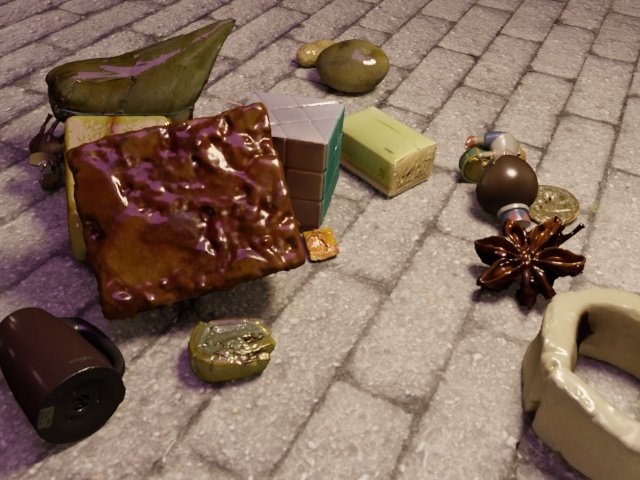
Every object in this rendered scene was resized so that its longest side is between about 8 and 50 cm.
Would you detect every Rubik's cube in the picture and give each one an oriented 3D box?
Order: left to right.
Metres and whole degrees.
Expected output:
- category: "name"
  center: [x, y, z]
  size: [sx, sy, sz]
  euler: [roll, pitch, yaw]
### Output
- category: "Rubik's cube"
  center: [-0.076, -0.192, 1.462]
  size: [0.221, 0.224, 0.231]
  euler: [10, 36, 8]

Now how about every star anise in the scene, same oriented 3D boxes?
- category: "star anise"
  center: [0.427, 0.049, 1.315]
  size: [0.220, 0.126, 0.190]
  euler: [4, 51, 20]

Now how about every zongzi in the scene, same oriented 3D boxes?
- category: "zongzi"
  center: [-0.429, -0.408, 1.500]
  size: [0.356, 0.393, 0.174]
  euler: [7, 42, -40]

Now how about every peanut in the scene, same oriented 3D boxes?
- category: "peanut"
  center: [-0.006, -0.615, 2.090]
  size: [0.080, 0.080, 0.174]
  euler: [33, 46, 30]

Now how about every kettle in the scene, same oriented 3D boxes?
- category: "kettle"
  center: [-0.430, 0.199, 1.064]
  size: [0.202, 0.144, 0.232]
  euler: [-10, 36, -46]

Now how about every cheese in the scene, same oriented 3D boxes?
- category: "cheese"
  center: [0.493, 0.243, 1.072]
  size: [0.292, 0.153, 0.332]
  euler: [20, 42, 18]

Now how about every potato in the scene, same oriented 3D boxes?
- category: "potato"
  center: [0.095, -0.534, 1.947]
  size: [0.235, 0.160, 0.178]
  euler: [17, 17, 29]

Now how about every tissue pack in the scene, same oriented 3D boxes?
- category: "tissue pack"
  center: [0.155, -0.229, 1.612]
  size: [0.159, 0.125, 0.234]
  euler: [-27, 50, -31]

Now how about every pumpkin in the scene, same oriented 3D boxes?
- category: "pumpkin"
  center: [0.002, 0.000, 1.402]
  size: [0.073, 0.035, 0.101]
  euler: [-7, 39, -16]

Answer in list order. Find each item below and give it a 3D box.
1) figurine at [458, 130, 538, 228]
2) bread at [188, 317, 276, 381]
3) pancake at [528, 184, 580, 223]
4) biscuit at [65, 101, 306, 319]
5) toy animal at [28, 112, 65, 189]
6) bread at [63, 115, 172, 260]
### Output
- category: "figurine"
  center: [0.431, -0.142, 1.524]
  size: [0.161, 0.158, 0.275]
  euler: [31, 32, -26]
- category: "bread"
  center: [-0.158, 0.191, 1.143]
  size: [0.156, 0.064, 0.117]
  euler: [-8, 43, -12]
- category: "pancake"
  center: [0.556, -0.089, 1.559]
  size: [0.158, 0.028, 0.158]
  euler: [0, 41, 0]
- category: "biscuit"
  center: [-0.250, -0.056, 1.221]
  size: [0.395, 0.166, 0.342]
  euler: [-14, 88, -8]
- category: "toy animal"
  center: [-0.651, -0.217, 1.543]
  size: [0.214, 0.094, 0.186]
  euler: [6, 59, 48]
- category: "bread"
  center: [-0.450, -0.086, 1.453]
  size: [0.233, 0.245, 0.361]
  euler: [-2, 71, -8]
